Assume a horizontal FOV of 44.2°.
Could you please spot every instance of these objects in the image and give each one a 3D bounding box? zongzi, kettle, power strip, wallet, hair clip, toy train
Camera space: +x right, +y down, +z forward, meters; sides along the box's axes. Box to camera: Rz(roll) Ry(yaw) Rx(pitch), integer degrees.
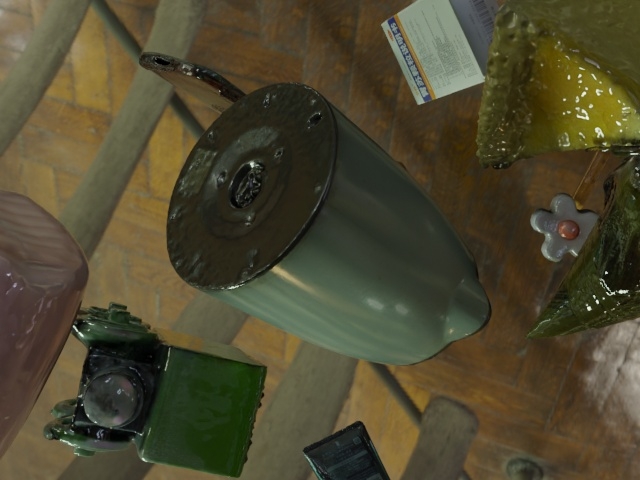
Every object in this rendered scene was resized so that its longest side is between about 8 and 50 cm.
[{"bbox_3d":[0.369,0.029,1.024,0.300,0.139,0.286,-28,144,17],"label":"zongzi"},{"bbox_3d":[0.000,0.000,0.644,0.221,0.161,0.236,13,167,46],"label":"kettle"},{"bbox_3d":[0.568,-0.137,1.653,0.028,0.178,0.049,28,170,11],"label":"power strip"},{"bbox_3d":[-0.094,-0.160,0.975,0.137,0.255,0.031,29,92,41],"label":"wallet"},{"bbox_3d":[0.537,-0.004,1.547,0.256,0.146,0.075,16,158,10],"label":"hair clip"},{"bbox_3d":[-0.208,0.182,0.994,0.248,0.174,0.307,14,175,-15],"label":"toy train"}]

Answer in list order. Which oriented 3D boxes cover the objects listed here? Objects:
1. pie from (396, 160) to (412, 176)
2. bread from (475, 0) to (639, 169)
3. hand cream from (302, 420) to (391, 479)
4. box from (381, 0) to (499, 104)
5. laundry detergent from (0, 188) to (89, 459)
[{"bbox_3d":[0.042,-0.017,0.919,0.205,0.179,0.084,11,153,-25],"label":"pie"},{"bbox_3d":[0.222,-0.115,0.639,0.160,0.140,0.169,31,147,25],"label":"bread"},{"bbox_3d":[0.079,0.440,1.329,0.271,0.120,0.061,59,167,31],"label":"hand cream"},{"bbox_3d":[0.263,-0.411,1.627,0.200,0.106,0.299,64,165,-9],"label":"box"},{"bbox_3d":[-0.225,0.134,0.387,0.159,0.087,0.335,34,99,50],"label":"laundry detergent"}]
